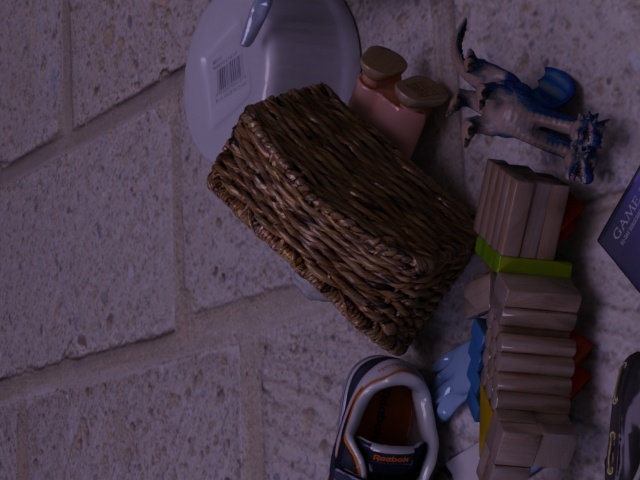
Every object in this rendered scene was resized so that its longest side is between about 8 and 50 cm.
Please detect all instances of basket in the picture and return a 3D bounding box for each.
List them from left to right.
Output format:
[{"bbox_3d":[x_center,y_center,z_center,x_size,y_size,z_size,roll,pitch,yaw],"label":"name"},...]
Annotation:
[{"bbox_3d":[0.000,0.000,1.889,0.299,0.213,0.223,43,124,13],"label":"basket"}]

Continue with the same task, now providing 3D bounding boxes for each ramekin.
[{"bbox_3d":[-0.075,-0.217,2.208,0.277,0.135,0.277,-9,79,57],"label":"ramekin"}]

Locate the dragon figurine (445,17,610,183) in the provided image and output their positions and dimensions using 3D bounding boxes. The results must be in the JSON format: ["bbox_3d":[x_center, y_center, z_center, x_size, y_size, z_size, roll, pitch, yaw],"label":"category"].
[{"bbox_3d":[0.221,-0.148,1.773,0.289,0.144,0.085,-107,31,-63],"label":"dragon figurine"}]

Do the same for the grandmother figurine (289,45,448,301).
[{"bbox_3d":[0.051,-0.058,2.029,0.208,0.104,0.342,47,129,32],"label":"grandmother figurine"}]

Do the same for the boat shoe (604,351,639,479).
[{"bbox_3d":[0.317,0.221,1.590,0.068,0.081,0.228,3,82,61],"label":"boat shoe"}]

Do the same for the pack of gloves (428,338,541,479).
[{"bbox_3d":[0.185,0.185,1.832,0.232,0.046,0.195,-48,49,44],"label":"pack of gloves"}]

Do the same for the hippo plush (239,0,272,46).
[{"bbox_3d":[-0.023,-0.428,1.981,0.294,0.236,0.234,-13,53,29],"label":"hippo plush"}]

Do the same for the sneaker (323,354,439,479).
[{"bbox_3d":[0.065,0.296,1.916,0.127,0.126,0.321,168,105,-77],"label":"sneaker"}]

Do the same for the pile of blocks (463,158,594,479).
[{"bbox_3d":[0.227,0.093,1.731,0.149,0.112,0.362,154,121,-74],"label":"pile of blocks"}]

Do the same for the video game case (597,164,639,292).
[{"bbox_3d":[0.384,0.009,1.554,0.274,0.026,0.196,59,134,44],"label":"video game case"}]
